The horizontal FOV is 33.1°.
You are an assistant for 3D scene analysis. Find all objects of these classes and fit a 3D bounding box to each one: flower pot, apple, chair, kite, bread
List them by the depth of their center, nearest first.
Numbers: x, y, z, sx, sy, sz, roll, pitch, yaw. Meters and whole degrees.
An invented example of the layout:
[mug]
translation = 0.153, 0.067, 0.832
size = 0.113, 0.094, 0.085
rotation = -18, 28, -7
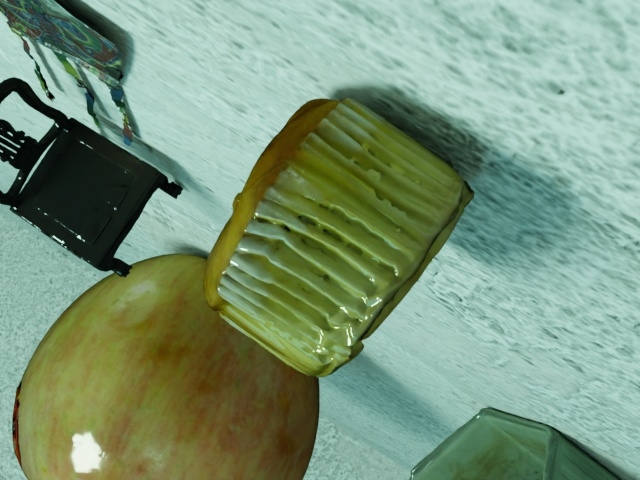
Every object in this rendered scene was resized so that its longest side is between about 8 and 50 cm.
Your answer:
[bread]
translation = 0.000, 0.000, 0.592
size = 0.114, 0.132, 0.190
rotation = 33, 165, 5
[kite]
translation = -0.198, -0.141, 0.823
size = 0.152, 0.015, 0.285
rotation = 34, 167, 5
[chair]
translation = -0.215, -0.048, 0.929
size = 0.113, 0.106, 0.229
rotation = 31, 177, 8
[flower pot]
translation = 0.210, 0.312, 1.093
size = 0.189, 0.239, 0.209
rotation = 39, 134, -20
[apple]
translation = -0.180, 0.202, 1.352
size = 0.391, 0.346, 0.391
rotation = 23, 170, 4
